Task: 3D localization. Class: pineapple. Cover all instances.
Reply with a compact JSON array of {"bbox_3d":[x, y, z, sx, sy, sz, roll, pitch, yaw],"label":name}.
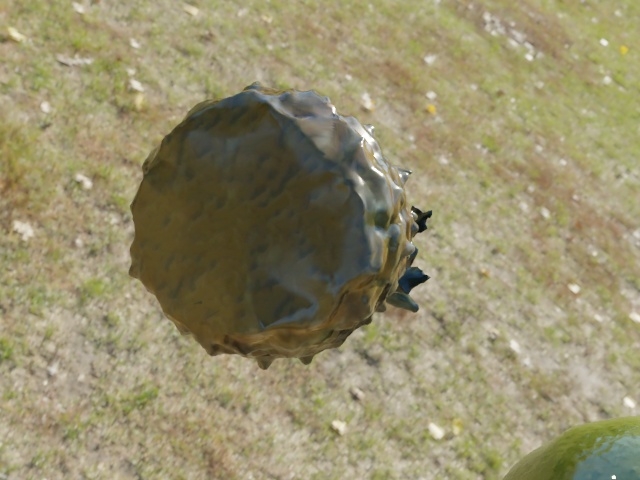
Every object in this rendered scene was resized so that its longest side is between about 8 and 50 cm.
[{"bbox_3d":[-0.001,0.000,0.473,0.128,0.128,0.248,43,6,14],"label":"pineapple"}]

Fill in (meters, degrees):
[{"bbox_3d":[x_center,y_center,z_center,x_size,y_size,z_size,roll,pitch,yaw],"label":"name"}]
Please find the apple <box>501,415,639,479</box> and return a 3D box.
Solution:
[{"bbox_3d":[0.277,0.299,0.786,0.292,0.292,0.254,23,48,-17],"label":"apple"}]
